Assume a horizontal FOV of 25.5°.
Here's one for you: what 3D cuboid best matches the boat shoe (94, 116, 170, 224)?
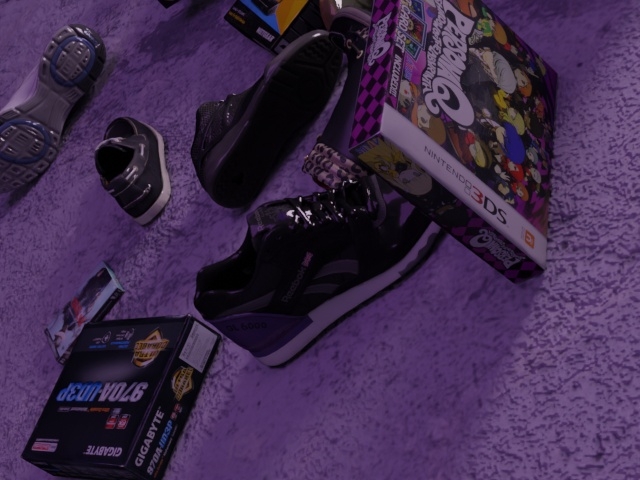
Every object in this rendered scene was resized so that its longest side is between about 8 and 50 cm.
[{"bbox_3d":[-0.251,-0.108,1.824,0.084,0.079,0.233,-47,30,13],"label":"boat shoe"}]

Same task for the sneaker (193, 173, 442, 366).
[{"bbox_3d":[0.000,0.000,1.327,0.283,0.124,0.107,-43,33,17],"label":"sneaker"}]

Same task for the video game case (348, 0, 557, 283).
[{"bbox_3d":[0.119,-0.112,1.195,0.042,0.210,0.232,-25,40,38],"label":"video game case"}]

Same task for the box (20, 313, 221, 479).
[{"bbox_3d":[-0.216,0.170,1.520,0.220,0.051,0.175,-6,54,50],"label":"box"}]

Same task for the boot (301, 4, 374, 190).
[{"bbox_3d":[0.033,-0.141,1.465,0.179,0.085,0.236,-55,31,2],"label":"boot"}]

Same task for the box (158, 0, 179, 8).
[{"bbox_3d":[-0.127,-0.471,2.006,0.216,0.060,0.270,-21,37,42],"label":"box"}]

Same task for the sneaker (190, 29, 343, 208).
[{"bbox_3d":[-0.072,-0.156,1.617,0.227,0.087,0.130,-55,37,7],"label":"sneaker"}]

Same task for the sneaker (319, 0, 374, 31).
[{"bbox_3d":[0.056,-0.319,1.626,0.086,0.064,0.192,-30,35,42],"label":"sneaker"}]

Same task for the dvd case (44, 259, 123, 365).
[{"bbox_3d":[-0.292,0.088,1.743,0.119,0.013,0.087,-51,31,6],"label":"dvd case"}]

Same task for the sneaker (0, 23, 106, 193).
[{"bbox_3d":[-0.429,-0.191,2.147,0.297,0.111,0.129,-54,15,-8],"label":"sneaker"}]

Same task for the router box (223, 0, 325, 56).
[{"bbox_3d":[-0.039,-0.296,1.753,0.133,0.046,0.179,-52,31,2],"label":"router box"}]
